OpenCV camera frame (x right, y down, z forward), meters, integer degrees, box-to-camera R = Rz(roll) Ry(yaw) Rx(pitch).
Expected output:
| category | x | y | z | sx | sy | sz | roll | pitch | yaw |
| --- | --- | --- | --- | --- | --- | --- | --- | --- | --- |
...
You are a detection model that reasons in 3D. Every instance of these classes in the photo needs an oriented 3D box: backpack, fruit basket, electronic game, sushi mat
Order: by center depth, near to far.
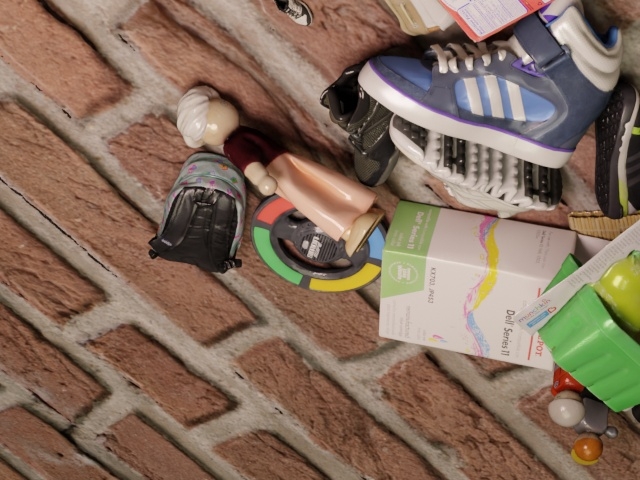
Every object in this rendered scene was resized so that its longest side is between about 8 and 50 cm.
| category | x | y | z | sx | sy | sz | roll | pitch | yaw |
| --- | --- | --- | --- | --- | --- | --- | --- | --- | --- |
| fruit basket | 0.485 | 0.067 | 1.971 | 0.353 | 0.165 | 0.327 | -45 | 131 | 11 |
| sushi mat | 0.482 | 0.070 | 2.154 | 0.151 | 0.019 | 0.316 | -3 | 132 | 20 |
| backpack | -0.184 | -0.045 | 2.169 | 0.152 | 0.115 | 0.182 | 9 | 135 | -9 |
| electronic game | 0.000 | 0.000 | 2.206 | 0.229 | 0.048 | 0.229 | 9 | 136 | 9 |

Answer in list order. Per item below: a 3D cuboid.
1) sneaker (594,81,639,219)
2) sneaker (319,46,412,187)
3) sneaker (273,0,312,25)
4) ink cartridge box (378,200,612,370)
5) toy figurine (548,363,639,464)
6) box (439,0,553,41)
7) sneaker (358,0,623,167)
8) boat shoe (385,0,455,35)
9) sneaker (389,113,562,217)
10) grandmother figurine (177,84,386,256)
| category | x | y | z | sx | sy | sz | roll | pitch | yaw |
| --- | --- | --- | --- | --- | --- | --- | --- | --- | --- |
| sneaker | 0.442 | -0.130 | 1.947 | 0.097 | 0.084 | 0.234 | -11 | 135 | -6 |
| sneaker | 0.053 | -0.163 | 1.966 | 0.130 | 0.087 | 0.227 | -18 | 142 | -27 |
| sneaker | -0.044 | -0.321 | 1.912 | 0.032 | 0.037 | 0.083 | -26 | 124 | 32 |
| ink cartridge box | 0.275 | 0.077 | 2.138 | 0.354 | 0.119 | 0.207 | 10 | 136 | 11 |
| toy figurine | 0.482 | 0.268 | 2.236 | 0.213 | 0.148 | 0.209 | -4 | 140 | 22 |
| box | 0.168 | -0.411 | 1.687 | 0.154 | 0.142 | 0.300 | -27 | 121 | 35 |
| sneaker | 0.237 | -0.249 | 1.824 | 0.323 | 0.130 | 0.236 | 19 | 114 | -11 |
| boat shoe | 0.073 | -0.374 | 1.772 | 0.103 | 0.113 | 0.302 | -29 | 121 | 30 |
| sneaker | 0.206 | -0.102 | 1.984 | 0.292 | 0.110 | 0.118 | 25 | 152 | -28 |
| grandmother figurine | -0.065 | -0.111 | 2.036 | 0.342 | 0.208 | 0.104 | 36 | 93 | 5 |
